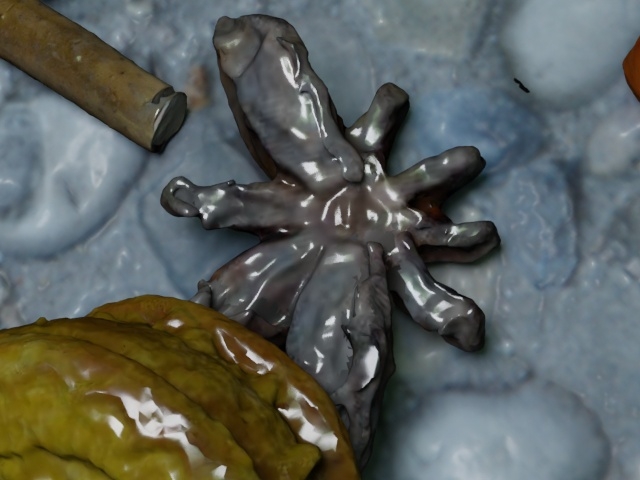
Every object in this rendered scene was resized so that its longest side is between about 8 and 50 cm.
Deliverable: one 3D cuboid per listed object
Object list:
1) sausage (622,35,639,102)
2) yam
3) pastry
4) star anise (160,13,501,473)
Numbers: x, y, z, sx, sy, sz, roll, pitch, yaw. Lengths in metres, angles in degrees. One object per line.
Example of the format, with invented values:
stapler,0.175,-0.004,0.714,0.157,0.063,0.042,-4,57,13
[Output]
sausage,0.249,-0.051,0.792,0.076,0.076,0.197,-38,72,-4
yam,-0.195,-0.136,0.908,0.264,0.046,0.046,32,80,18
pastry,-0.106,0.150,0.718,0.240,0.132,0.235,15,104,25
star anise,-0.001,0.005,0.798,0.198,0.110,0.257,13,71,10
